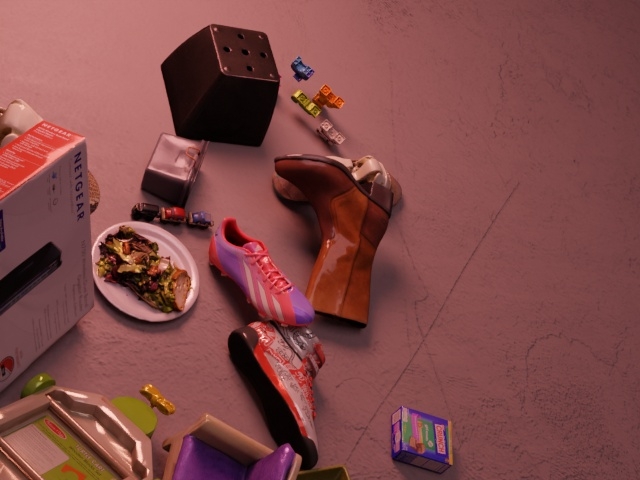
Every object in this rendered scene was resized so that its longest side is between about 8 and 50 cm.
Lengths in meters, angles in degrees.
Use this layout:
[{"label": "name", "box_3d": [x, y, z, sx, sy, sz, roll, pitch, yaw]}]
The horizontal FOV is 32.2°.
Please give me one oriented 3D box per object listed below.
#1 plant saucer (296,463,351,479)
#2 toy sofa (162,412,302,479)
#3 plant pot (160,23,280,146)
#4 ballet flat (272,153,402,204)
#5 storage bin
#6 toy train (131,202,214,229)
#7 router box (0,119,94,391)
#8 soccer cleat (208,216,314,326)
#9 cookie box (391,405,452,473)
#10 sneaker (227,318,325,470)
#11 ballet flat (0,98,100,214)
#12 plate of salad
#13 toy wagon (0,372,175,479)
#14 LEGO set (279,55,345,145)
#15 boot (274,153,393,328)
[{"label": "plant saucer", "box_3d": [-0.016, 0.465, 1.773, 0.188, 0.045, 0.188, -2, 59, -35]}, {"label": "toy sofa", "box_3d": [-0.159, 0.437, 1.589, 0.150, 0.177, 0.363, 34, 45, -25]}, {"label": "plant pot", "box_3d": [-0.182, -0.314, 2.158, 0.188, 0.167, 0.187, 3, 56, -31]}, {"label": "ballet flat", "box_3d": [0.057, -0.123, 2.216, 0.316, 0.106, 0.108, -2, 59, -35]}, {"label": "storage bin", "box_3d": [-0.267, -0.136, 2.027, 0.091, 0.098, 0.135, 20, 48, -7]}, {"label": "toy train", "box_3d": [-0.261, -0.046, 1.995, 0.158, 0.036, 0.027, 9, 54, -29]}, {"label": "router box", "box_3d": [-0.453, 0.041, 1.593, 0.082, 0.335, 0.301, 23, 42, 19]}, {"label": "soccer cleat", "box_3d": [-0.102, 0.057, 1.935, 0.248, 0.095, 0.083, 39, 37, 29]}, {"label": "cookie box", "box_3d": [0.182, 0.357, 1.988, 0.107, 0.040, 0.092, 20, 48, -21]}, {"label": "sneaker", "box_3d": [-0.035, 0.248, 1.890, 0.145, 0.090, 0.270, -16, 65, -38]}, {"label": "ballet flat", "box_3d": [-0.544, -0.170, 1.672, 0.482, 0.182, 0.164, 22, 49, -18]}, {"label": "plate of salad", "box_3d": [-0.295, 0.047, 1.897, 0.199, 0.048, 0.200, 17, 51, -22]}, {"label": "toy wagon", "box_3d": [-0.345, 0.305, 1.612, 0.267, 0.068, 0.344, 39, 30, 19]}, {"label": "LEGO set", "box_3d": [-0.024, -0.298, 2.319, 0.227, 0.093, 0.087, 45, 76, -4]}, {"label": "boot", "box_3d": [0.000, 0.000, 2.063, 0.264, 0.096, 0.280, 27, 69, -32]}]
